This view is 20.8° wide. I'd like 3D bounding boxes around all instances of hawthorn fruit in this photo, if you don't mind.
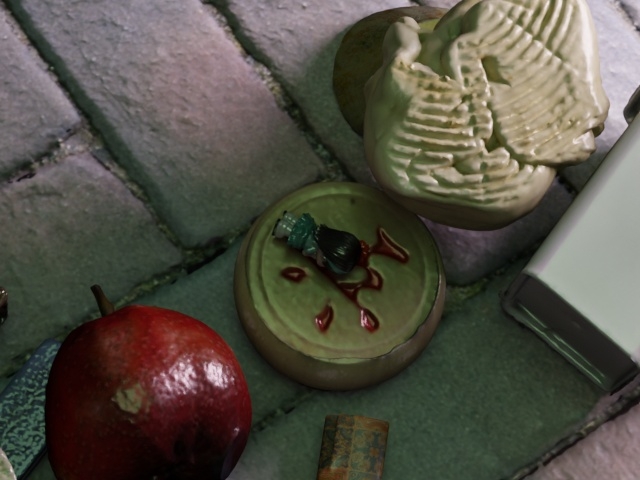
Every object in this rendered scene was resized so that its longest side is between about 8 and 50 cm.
[{"bbox_3d":[-0.198,0.157,1.912,0.230,0.210,0.266,-8,64,-24],"label":"hawthorn fruit"}]

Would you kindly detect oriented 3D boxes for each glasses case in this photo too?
[{"bbox_3d":[0.027,0.305,1.945,0.075,0.049,0.218,9,65,0],"label":"glasses case"}]

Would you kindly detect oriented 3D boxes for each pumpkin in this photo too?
[{"bbox_3d":[0.129,-0.216,2.169,0.217,0.110,0.217,3,70,-9],"label":"pumpkin"}]

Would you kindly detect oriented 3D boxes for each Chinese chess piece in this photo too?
[{"bbox_3d":[0.022,0.053,2.035,0.249,0.103,0.250,2,66,-5],"label":"Chinese chess piece"}]

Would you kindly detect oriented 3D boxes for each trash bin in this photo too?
[{"bbox_3d":[0.412,-0.006,2.018,0.296,0.256,0.368,41,76,5],"label":"trash bin"}]

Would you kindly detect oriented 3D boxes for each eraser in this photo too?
[{"bbox_3d":[-0.345,0.218,1.970,0.082,0.036,0.225,34,67,10],"label":"eraser"}]

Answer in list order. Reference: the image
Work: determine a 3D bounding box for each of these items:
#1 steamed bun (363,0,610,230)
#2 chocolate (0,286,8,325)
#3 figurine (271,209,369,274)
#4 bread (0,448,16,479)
[{"bbox_3d":[0.184,-0.153,2.030,0.276,0.203,0.289,12,76,-7],"label":"steamed bun"},{"bbox_3d":[-0.482,0.159,1.958,0.112,0.112,0.321,36,67,2],"label":"chocolate"},{"bbox_3d":[0.000,0.000,1.979,0.106,0.047,0.060,27,30,13],"label":"figurine"},{"bbox_3d":[-0.374,0.326,1.756,0.187,0.338,0.155,-26,63,-15],"label":"bread"}]
